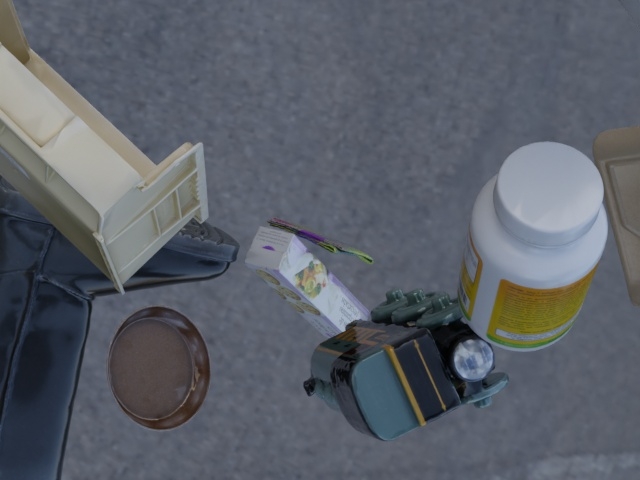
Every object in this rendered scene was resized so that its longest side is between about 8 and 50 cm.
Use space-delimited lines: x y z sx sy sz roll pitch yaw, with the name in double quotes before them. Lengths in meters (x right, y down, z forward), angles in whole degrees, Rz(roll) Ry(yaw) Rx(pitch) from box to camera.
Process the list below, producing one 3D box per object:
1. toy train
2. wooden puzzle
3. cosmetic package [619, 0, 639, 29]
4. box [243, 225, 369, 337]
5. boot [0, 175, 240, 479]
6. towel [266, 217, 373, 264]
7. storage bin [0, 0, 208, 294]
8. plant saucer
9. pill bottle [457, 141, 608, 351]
"toy train" 0.089 0.147 1.526 0.190 0.334 0.142 -24 96 -14
"wooden puzzle" 0.462 -0.036 1.545 0.044 0.221 0.239 -46 124 -53
"cosmetic package" 0.489 -0.283 1.209 0.365 0.197 0.155 -32 166 -1
"box" -0.015 0.074 1.948 0.063 0.067 0.324 -67 151 -15
"boot" -0.345 0.159 1.795 0.367 0.146 0.445 14 101 -14
"towel" 0.000 0.000 1.084 0.060 0.083 0.009 17 95 -56
"storage bin" -0.240 -0.104 1.175 0.123 0.262 0.260 -45 173 -13
"plant saucer" -0.221 0.172 1.708 0.168 0.029 0.168 11 73 -41
"pill bottle" 0.217 0.006 1.302 0.136 0.136 0.246 -51 162 -22
